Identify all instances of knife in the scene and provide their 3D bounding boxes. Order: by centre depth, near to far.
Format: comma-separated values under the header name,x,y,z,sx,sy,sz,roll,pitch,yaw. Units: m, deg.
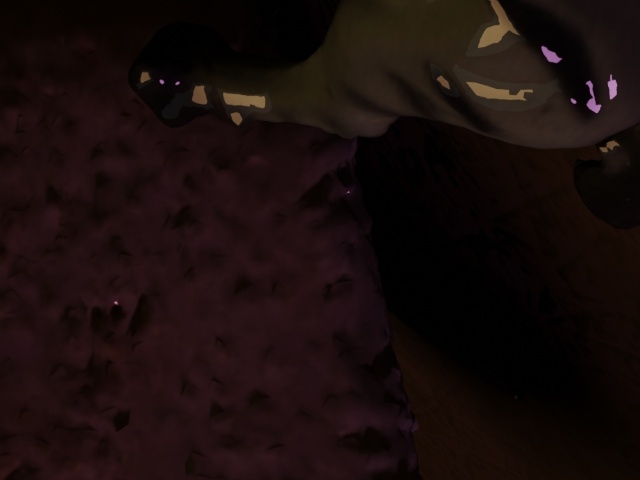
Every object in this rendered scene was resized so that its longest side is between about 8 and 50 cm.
name,x,y,z,sx,sy,sz,roll,pitch,yaw
knife,0.000,0.000,0.820,0.247,0.018,0.035,40,165,36

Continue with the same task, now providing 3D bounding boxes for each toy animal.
name,x,y,z,sx,sy,sz,roll,pitch,yaw
toy animal,0.011,-0.075,0.301,0.176,0.073,0.217,11,148,52

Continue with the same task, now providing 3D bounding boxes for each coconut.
name,x,y,z,sx,sy,sz,roll,pitch,yaw
coconut,-0.143,0.056,0.709,0.415,0.345,0.415,180,90,-64
